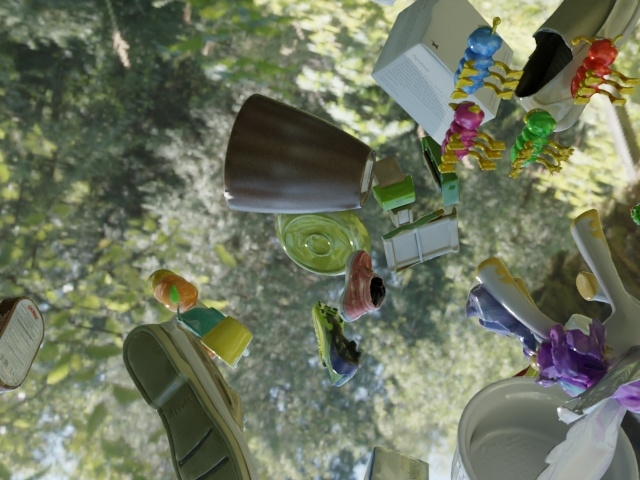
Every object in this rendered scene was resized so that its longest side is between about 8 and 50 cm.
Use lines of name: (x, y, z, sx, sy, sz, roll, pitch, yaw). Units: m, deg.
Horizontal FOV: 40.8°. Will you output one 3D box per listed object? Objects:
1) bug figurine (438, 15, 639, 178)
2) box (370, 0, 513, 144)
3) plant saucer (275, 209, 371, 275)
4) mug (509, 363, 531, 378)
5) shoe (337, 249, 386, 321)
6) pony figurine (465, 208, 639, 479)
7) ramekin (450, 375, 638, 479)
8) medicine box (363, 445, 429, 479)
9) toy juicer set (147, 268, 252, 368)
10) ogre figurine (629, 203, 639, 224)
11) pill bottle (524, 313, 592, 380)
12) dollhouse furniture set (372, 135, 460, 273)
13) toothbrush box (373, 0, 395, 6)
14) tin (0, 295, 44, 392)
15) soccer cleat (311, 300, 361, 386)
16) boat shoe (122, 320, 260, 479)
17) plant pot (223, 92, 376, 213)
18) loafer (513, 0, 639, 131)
bug figurine: (0.248, -0.174, 1.071, 0.279, 0.216, 0.072, -2, -136, -30)
box: (0.203, -0.291, 1.413, 0.182, 0.119, 0.181, 41, -130, -21)
plant saucer: (0.000, 0.000, 2.057, 0.241, 0.241, 0.037, 19, -137, 7)
mug: (0.507, 0.368, 2.038, 0.150, 0.169, 0.113, 16, -176, -30)
shoe: (0.091, 0.078, 1.679, 0.063, 0.081, 0.178, 46, -141, -26)
pony figurine: (0.355, 0.155, 1.082, 0.351, 0.302, 0.363, -23, -127, -24)
ramekin: (0.337, 0.363, 1.350, 0.277, 0.135, 0.277, 5, -135, -5)
medicine box: (0.147, 0.669, 1.995, 0.149, 0.289, 0.263, 16, -172, 4)
toy juicer set: (-0.217, 0.142, 1.465, 0.209, 0.089, 0.329, 40, 169, 2)
ogre figurine: (0.717, -0.042, 1.810, 0.197, 0.097, 0.118, 39, -154, -46)
pill bottle: (0.475, 0.254, 1.681, 0.117, 0.215, 0.117, 21, -159, -9)
dollhouse furniture set: (0.226, -0.082, 2.098, 0.198, 0.301, 0.151, -18, -127, -2)
toothbrush box: (-0.015, -0.464, 1.165, 0.296, 0.126, 0.216, 4, -127, -33)
tin: (-0.529, 0.177, 1.480, 0.040, 0.106, 0.189, -6, -141, 11)
soccer cleat: (0.021, 0.265, 2.258, 0.093, 0.121, 0.289, 21, -158, -27)
boat shoe: (-0.145, 0.237, 1.131, 0.103, 0.113, 0.302, -2, -120, -59)
plant pot: (-0.025, -0.135, 1.534, 0.230, 0.215, 0.215, 13, -163, 12)
loafer: (0.341, -0.276, 1.136, 0.092, 0.268, 0.102, 11, -163, -33)
